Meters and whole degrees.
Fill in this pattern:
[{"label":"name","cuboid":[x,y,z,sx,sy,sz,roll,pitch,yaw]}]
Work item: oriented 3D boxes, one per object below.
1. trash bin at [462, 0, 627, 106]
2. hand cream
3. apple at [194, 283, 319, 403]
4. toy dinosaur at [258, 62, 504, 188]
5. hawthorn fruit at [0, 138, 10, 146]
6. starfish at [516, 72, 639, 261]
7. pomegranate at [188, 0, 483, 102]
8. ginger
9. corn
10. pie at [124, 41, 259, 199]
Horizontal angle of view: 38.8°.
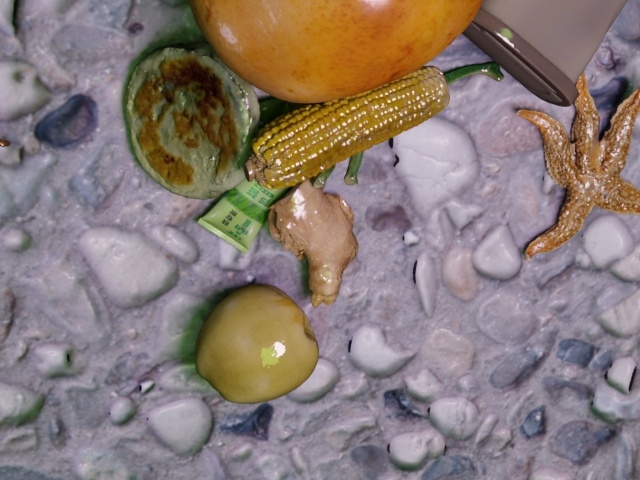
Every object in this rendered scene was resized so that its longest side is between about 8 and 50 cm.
[{"label":"trash bin","cuboid":[0.326,-0.358,1.300,0.220,0.219,0.250,35,93,-21]},{"label":"hand cream","cuboid":[-0.101,-0.070,1.403,0.095,0.046,0.175,34,99,-23]},{"label":"apple","cuboid":[-0.096,0.163,1.417,0.200,0.200,0.200,-3,110,-10]},{"label":"toy dinosaur","cuboid":[0.032,-0.227,1.368,0.447,0.087,0.300,23,72,0]},{"label":"hawthorn fruit","cuboid":[-0.521,-0.177,1.218,0.225,0.196,0.196,30,101,-35]},{"label":"starfish","cuboid":[0.455,-0.134,1.470,0.302,0.084,0.293,-14,112,-2]},{"label":"pomegranate","cuboid":[0.013,-0.382,1.147,0.417,0.416,0.416,-3,110,-10]},{"label":"ginger","cuboid":[0.003,-0.004,1.425,0.137,0.074,0.213,-37,115,-17]},{"label":"corn","cuboid":[0.038,-0.160,1.258,0.320,0.097,0.097,-25,112,-15]},{"label":"pie","cuboid":[-0.185,-0.173,1.305,0.241,0.054,0.240,10,112,27]}]
